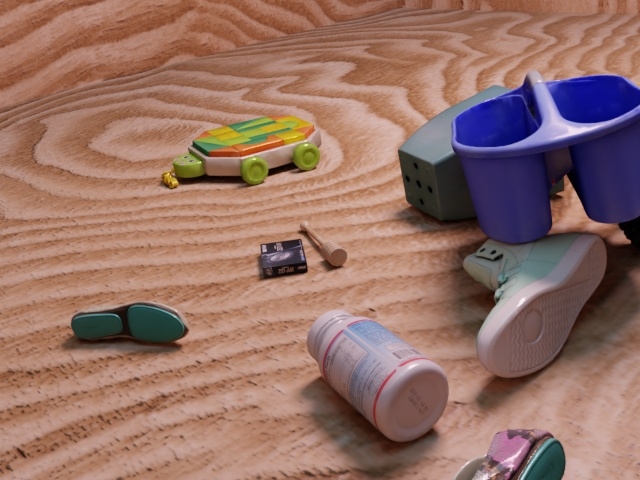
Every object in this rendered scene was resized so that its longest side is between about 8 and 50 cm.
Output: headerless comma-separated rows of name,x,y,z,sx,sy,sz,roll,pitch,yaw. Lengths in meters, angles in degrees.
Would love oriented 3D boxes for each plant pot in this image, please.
plant pot,0.261,-0.135,1.189,0.234,0.165,0.165,-24,30,-18

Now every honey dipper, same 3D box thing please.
honey dipper,0.000,0.000,1.109,0.031,0.030,0.161,-14,22,-15

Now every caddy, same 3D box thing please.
caddy,0.302,-0.137,0.935,0.242,0.179,0.341,-14,19,15

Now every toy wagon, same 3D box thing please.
toy wagon,-0.173,-0.190,1.498,0.345,0.068,0.267,-18,27,-23

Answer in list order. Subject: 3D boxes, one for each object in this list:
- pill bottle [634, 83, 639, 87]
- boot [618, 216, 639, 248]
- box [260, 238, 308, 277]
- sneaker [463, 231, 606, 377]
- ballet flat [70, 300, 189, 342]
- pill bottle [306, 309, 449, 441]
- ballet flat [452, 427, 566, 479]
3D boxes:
pill bottle,0.617,-0.248,1.380,0.215,0.117,0.117,11,30,31
boot,0.591,-0.033,0.900,0.260,0.131,0.348,-11,10,-23
box,-0.057,0.026,1.072,0.067,0.018,0.083,-7,25,-4
sneaker,0.222,0.070,0.845,0.151,0.094,0.256,4,30,45
ballet flat,-0.244,0.100,0.920,0.168,0.057,0.052,0,16,13
pill bottle,0.053,0.134,0.740,0.087,0.087,0.160,-19,28,-25
ballet flat,0.129,0.223,0.567,0.079,0.076,0.222,-10,13,38
